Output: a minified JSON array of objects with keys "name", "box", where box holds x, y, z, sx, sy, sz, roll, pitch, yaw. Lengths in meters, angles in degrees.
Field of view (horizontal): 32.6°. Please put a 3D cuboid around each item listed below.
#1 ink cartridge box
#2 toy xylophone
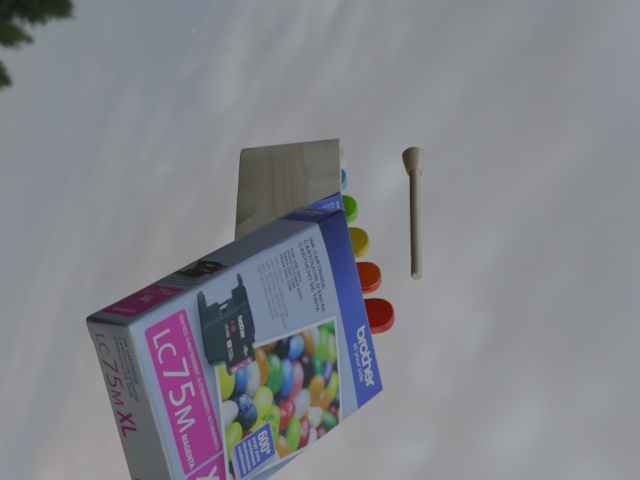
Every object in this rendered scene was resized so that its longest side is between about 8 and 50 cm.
[{"name":"ink cartridge box","box":[-0.044,0.091,0.932,0.065,0.311,0.185,2,-68,39]},{"name":"toy xylophone","box":[0.000,0.000,1.180,0.081,0.236,0.322,78,17,-48]}]
